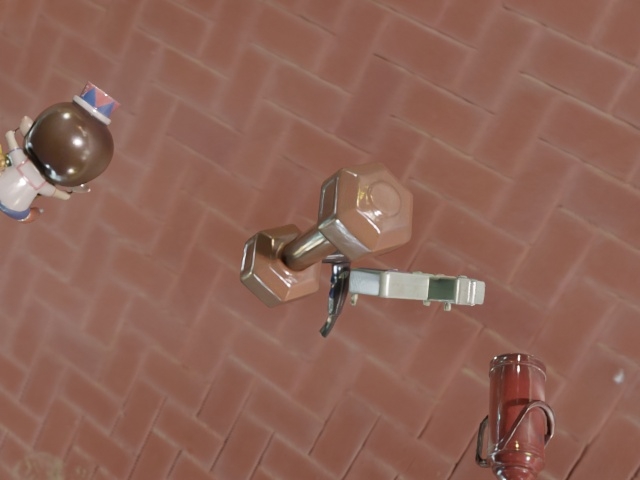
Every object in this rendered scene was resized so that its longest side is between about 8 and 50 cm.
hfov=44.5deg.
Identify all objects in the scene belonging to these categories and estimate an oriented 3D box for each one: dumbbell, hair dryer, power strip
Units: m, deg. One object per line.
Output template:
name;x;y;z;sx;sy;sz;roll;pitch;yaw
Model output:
dumbbell;0.000;0.000;0.774;0.231;0.082;0.092;-32;48;55
hair dryer;0.006;0.070;1.224;0.075;0.196;0.219;38;133;43
power strip;0.166;0.077;1.172;0.145;0.216;0.061;1;86;55

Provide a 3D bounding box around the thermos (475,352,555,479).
thermos;0.306;0.302;1.243;0.124;0.099;0.232;-17;43;34

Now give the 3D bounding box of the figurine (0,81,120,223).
figurine;-0.452;-0.151;1.338;0.276;0.158;0.161;-31;116;6
